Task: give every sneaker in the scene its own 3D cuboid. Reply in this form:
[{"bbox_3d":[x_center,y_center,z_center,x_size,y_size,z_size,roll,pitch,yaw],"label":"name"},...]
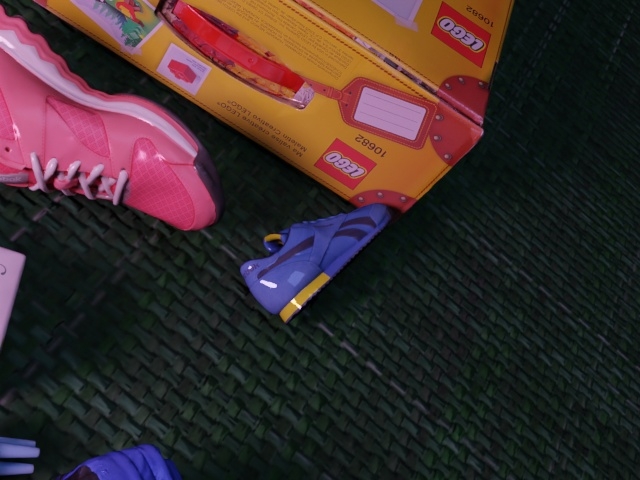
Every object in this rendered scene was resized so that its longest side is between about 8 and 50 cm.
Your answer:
[{"bbox_3d":[-0.238,-0.081,0.847,0.314,0.116,0.136,32,56,-1],"label":"sneaker"},{"bbox_3d":[0.000,0.000,0.956,0.082,0.069,0.209,44,46,6],"label":"sneaker"}]

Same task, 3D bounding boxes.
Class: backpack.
[{"bbox_3d":[-0.143,0.199,0.682,0.101,0.120,0.098,-17,69,-40],"label":"backpack"}]

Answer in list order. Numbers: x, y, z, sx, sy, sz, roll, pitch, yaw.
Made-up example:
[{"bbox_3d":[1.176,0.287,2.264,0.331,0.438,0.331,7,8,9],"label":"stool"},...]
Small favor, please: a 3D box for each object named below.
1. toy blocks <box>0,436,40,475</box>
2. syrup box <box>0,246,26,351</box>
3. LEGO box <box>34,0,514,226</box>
[{"bbox_3d":[-0.273,0.181,0.655,0.148,0.054,0.123,9,54,-29],"label":"toy blocks"},{"bbox_3d":[-0.348,0.034,0.681,0.237,0.096,0.093,19,50,-21],"label":"syrup box"},{"bbox_3d":[-0.036,-0.312,1.066,0.500,0.193,0.372,32,47,-11],"label":"LEGO box"}]
